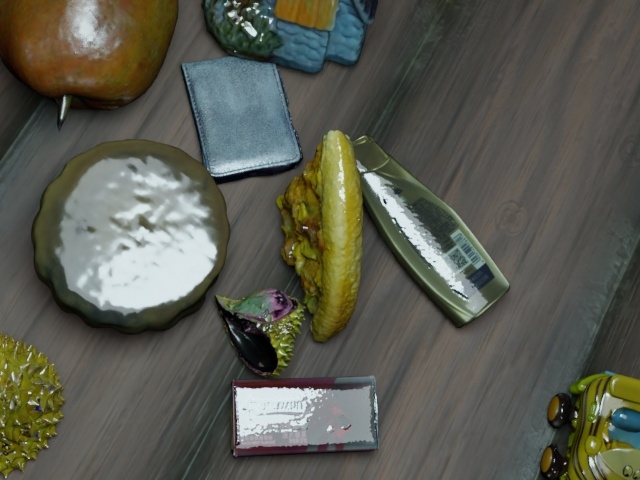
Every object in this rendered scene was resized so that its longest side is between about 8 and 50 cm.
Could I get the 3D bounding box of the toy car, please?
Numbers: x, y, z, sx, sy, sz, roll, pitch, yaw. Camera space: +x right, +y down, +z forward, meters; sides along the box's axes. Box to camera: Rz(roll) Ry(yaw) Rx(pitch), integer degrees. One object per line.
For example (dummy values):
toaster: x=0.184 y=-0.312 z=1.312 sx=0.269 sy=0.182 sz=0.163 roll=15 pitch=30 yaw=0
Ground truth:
toy car: x=0.466 y=0.328 z=1.350 sx=0.200 sy=0.142 sz=0.248 roll=14 pitch=73 yaw=-5

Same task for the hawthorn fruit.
hawthorn fruit: x=-0.360 y=-0.312 z=1.306 sx=0.267 sy=0.268 sz=0.301 roll=10 pitch=76 yaw=-7

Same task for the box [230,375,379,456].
box: x=-0.026 y=0.270 z=1.325 sx=0.224 sy=0.069 sz=0.120 roll=1 pitch=77 yaw=-8

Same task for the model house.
model house: x=-0.014 y=-0.502 z=1.357 sx=0.297 sy=0.339 sz=0.360 roll=18 pitch=69 yaw=-6

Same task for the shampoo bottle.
shampoo bottle: x=0.160 y=-0.025 z=1.416 sx=0.125 sy=0.084 sz=0.350 roll=-38 pitch=85 yaw=-18

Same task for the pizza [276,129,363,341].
pizza: x=0.012 y=0.001 z=1.289 sx=0.087 sy=0.268 sz=0.258 roll=-10 pitch=74 yaw=-21

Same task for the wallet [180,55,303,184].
wallet: x=-0.133 y=-0.208 z=1.438 sx=0.167 sy=0.036 sz=0.222 roll=-13 pitch=77 yaw=-12

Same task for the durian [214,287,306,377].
durian: x=-0.068 y=0.136 z=1.319 sx=0.108 sy=0.186 sz=0.119 roll=-26 pitch=113 yaw=-27

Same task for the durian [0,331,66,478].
durian: x=-0.455 y=0.233 z=1.255 sx=0.132 sy=0.165 sz=0.182 roll=-7 pitch=46 yaw=29

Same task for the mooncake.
mooncake: x=-0.282 y=0.003 z=1.298 sx=0.290 sy=0.161 sz=0.291 roll=2 pitch=77 yaw=-10
